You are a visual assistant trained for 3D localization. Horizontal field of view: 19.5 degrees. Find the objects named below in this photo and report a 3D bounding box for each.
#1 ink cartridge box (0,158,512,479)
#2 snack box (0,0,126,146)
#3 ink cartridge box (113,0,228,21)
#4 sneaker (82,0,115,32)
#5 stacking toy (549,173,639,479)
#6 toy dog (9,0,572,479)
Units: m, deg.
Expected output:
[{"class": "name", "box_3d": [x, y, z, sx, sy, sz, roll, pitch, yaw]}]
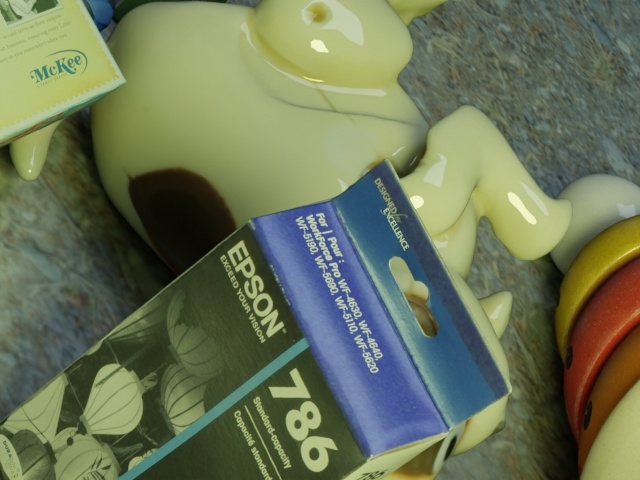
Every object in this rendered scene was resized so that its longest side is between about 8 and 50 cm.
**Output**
[{"class": "ink cartridge box", "box_3d": [-0.056, 0.105, 1.120, 0.065, 0.332, 0.165, 1, 56, -55]}, {"class": "snack box", "box_3d": [-0.288, -0.126, 1.194, 0.322, 0.060, 0.187, -31, 94, -46]}, {"class": "ink cartridge box", "box_3d": [-0.118, -0.233, 1.604, 0.062, 0.109, 0.209, 39, 34, -19]}, {"class": "sneaker", "box_3d": [-0.223, -0.153, 1.447, 0.209, 0.069, 0.082, -28, 113, -67]}, {"class": "stacking toy", "box_3d": [0.333, 0.094, 1.745, 0.350, 0.350, 0.480, 30, 18, -31]}, {"class": "toy dog", "box_3d": [0.000, 0.000, 1.363, 0.395, 0.284, 0.408, 3, 54, -35]}]
